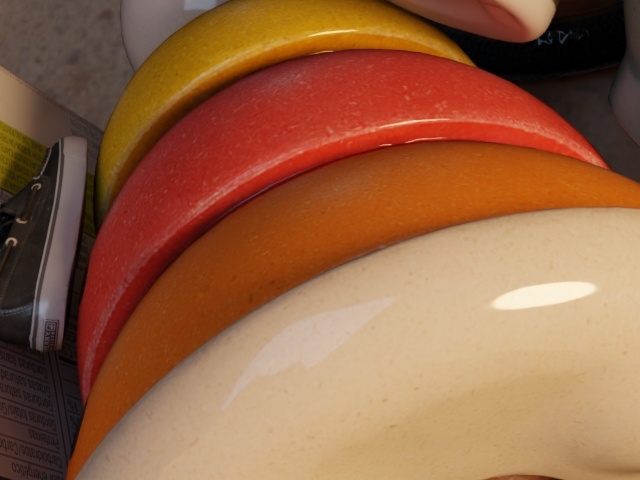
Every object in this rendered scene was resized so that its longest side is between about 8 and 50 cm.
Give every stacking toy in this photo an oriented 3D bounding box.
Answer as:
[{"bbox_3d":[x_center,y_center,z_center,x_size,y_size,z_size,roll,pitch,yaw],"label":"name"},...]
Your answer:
[{"bbox_3d":[0.000,0.000,0.841,0.351,0.350,0.480,-35,44,10],"label":"stacking toy"}]

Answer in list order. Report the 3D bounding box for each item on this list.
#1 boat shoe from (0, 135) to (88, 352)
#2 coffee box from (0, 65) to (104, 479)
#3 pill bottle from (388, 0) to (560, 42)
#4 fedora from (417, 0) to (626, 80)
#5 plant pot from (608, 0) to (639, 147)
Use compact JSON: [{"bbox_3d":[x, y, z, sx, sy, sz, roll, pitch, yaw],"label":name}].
[{"bbox_3d":[-0.131,-0.004,0.803,0.040,0.049,0.142,6,36,-6],"label":"boat shoe"},{"bbox_3d":[-0.284,0.104,0.859,0.338,0.338,0.334,-23,65,17],"label":"coffee box"},{"bbox_3d":[0.085,-0.203,0.759,0.119,0.119,0.208,22,86,28],"label":"pill bottle"},{"bbox_3d":[0.092,-0.249,0.916,0.334,0.152,0.334,-8,70,22],"label":"fedora"},{"bbox_3d":[0.246,-0.097,0.745,0.293,0.293,0.196,44,114,29],"label":"plant pot"}]
